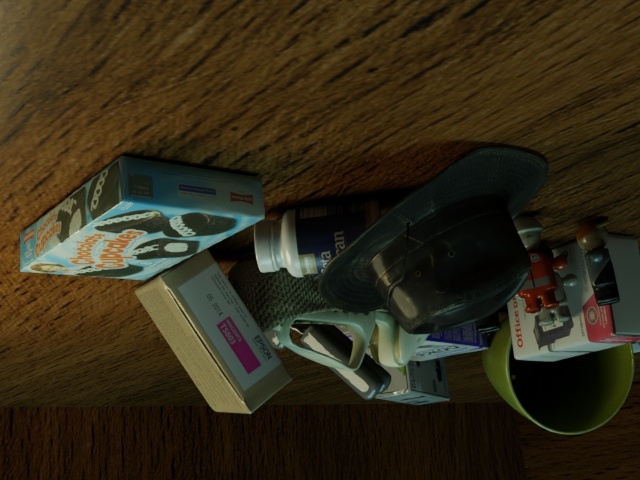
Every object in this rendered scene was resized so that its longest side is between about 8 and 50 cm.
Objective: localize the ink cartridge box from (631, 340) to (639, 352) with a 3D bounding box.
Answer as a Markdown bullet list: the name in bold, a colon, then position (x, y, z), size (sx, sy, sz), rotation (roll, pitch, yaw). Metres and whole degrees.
- **ink cartridge box**: position (0.679, 0.167, 2.066), size (0.208, 0.087, 0.153), rotation (-20, -176, 46)

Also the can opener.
- **can opener**: position (-0.010, 0.188, 1.740), size (0.095, 0.283, 0.076), rotation (-58, 160, 23)

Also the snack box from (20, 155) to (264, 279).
- **snack box**: position (-0.235, -0.018, 1.257), size (0.187, 0.060, 0.322), rotation (6, 161, -35)

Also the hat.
- **hat**: position (0.169, 0.034, 1.244), size (0.331, 0.134, 0.331), rotation (-23, 153, -13)

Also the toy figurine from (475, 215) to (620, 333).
- **toy figurine**: position (0.337, 0.048, 1.542), size (0.209, 0.148, 0.213), rotation (-4, 163, -26)

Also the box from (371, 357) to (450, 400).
- **box**: position (0.208, 0.289, 2.303), size (0.087, 0.169, 0.290), rotation (-12, 162, 23)

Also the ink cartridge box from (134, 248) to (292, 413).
- **ink cartridge box**: position (-0.164, 0.138, 1.475), size (0.088, 0.235, 0.193), rotation (-34, -174, -24)

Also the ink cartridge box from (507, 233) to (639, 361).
- **ink cartridge box**: position (0.431, 0.103, 1.691), size (0.100, 0.172, 0.237), rotation (5, 162, -31)

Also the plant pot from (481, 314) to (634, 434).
- **plant pot**: position (0.454, 0.246, 2.069), size (0.274, 0.275, 0.293), rotation (-1, 177, -13)

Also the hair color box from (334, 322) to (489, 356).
- **hair color box**: position (0.166, 0.173, 1.989), size (0.185, 0.110, 0.338), rotation (-17, 159, 41)

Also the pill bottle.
- **pill bottle**: position (0.000, 0.000, 1.329), size (0.169, 0.094, 0.094), rotation (-7, 165, 6)

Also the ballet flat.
- **ballet flat**: position (0.060, 0.127, 1.647), size (0.482, 0.182, 0.164), rotation (7, 160, -37)
